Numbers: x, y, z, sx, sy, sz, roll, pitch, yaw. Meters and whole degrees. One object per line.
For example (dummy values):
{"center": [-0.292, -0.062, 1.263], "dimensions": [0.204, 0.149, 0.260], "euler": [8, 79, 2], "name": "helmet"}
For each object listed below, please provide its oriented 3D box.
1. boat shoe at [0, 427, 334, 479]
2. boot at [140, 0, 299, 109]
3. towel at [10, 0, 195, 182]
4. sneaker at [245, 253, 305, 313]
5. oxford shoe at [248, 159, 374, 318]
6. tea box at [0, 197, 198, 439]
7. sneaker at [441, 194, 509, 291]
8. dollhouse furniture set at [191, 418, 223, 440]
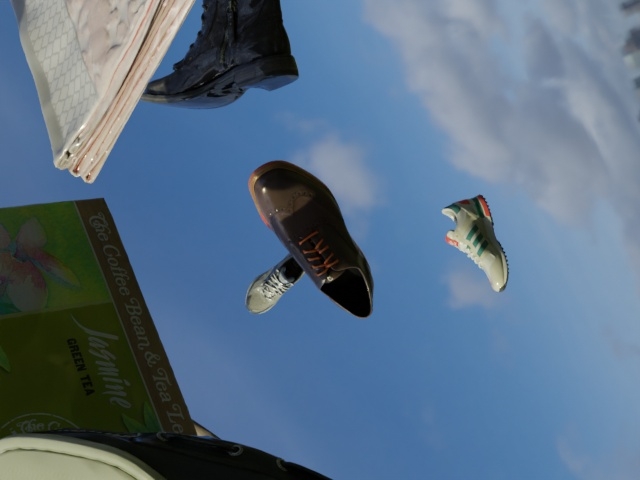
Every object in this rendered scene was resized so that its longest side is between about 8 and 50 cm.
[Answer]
{"center": [-0.096, 0.208, 0.952], "dimensions": [0.113, 0.340, 0.127], "euler": [-50, -35, -67], "name": "boat shoe"}
{"center": [-0.138, -0.301, 1.602], "dimensions": [0.091, 0.263, 0.229], "euler": [0, -100, -63], "name": "boot"}
{"center": [-0.211, -0.276, 1.166], "dimensions": [0.053, 0.317, 0.331], "euler": [10, -139, -35], "name": "towel"}
{"center": [-0.065, 0.060, 1.875], "dimensions": [0.052, 0.135, 0.058], "euler": [44, 173, -5], "name": "sneaker"}
{"center": [0.000, 0.000, 1.627], "dimensions": [0.271, 0.097, 0.098], "euler": [49, -170, -35], "name": "oxford shoe"}
{"center": [-0.332, 0.161, 1.173], "dimensions": [0.324, 0.220, 0.329], "euler": [-9, -119, -35], "name": "tea box"}
{"center": [0.228, 0.010, 1.801], "dimensions": [0.057, 0.075, 0.161], "euler": [90, 168, -64], "name": "sneaker"}
{"center": [-0.242, 0.304, 1.328], "dimensions": [0.356, 0.303, 0.174], "euler": [28, 160, 27], "name": "dollhouse furniture set"}
